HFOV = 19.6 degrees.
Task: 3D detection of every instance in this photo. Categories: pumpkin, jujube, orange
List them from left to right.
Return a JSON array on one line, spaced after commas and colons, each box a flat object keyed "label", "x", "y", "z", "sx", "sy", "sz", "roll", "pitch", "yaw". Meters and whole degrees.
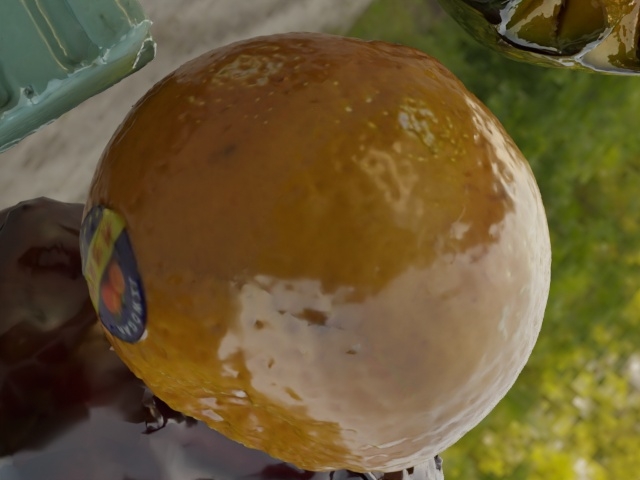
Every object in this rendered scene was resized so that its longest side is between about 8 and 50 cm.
[{"label": "jujube", "x": -0.101, "y": 0.126, "z": 1.072, "sx": 0.376, "sy": 0.258, "sz": 0.258, "roll": 23, "pitch": 111, "yaw": -38}, {"label": "orange", "x": -0.001, "y": 0.003, "z": 0.693, "sx": 0.155, "sy": 0.177, "sz": 0.177, "roll": -57, "pitch": 178, "yaw": -32}, {"label": "pumpkin", "x": 0.100, "y": -0.130, "z": 0.937, "sx": 0.130, "sy": 0.254, "sz": 0.149, "roll": -61, "pitch": -174, "yaw": -29}]

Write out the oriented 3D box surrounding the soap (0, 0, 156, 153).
[{"label": "soap", "x": -0.154, "y": -0.126, "z": 0.663, "sx": 0.114, "sy": 0.198, "sz": 0.063, "roll": -29, "pitch": 180, "yaw": -4}]
